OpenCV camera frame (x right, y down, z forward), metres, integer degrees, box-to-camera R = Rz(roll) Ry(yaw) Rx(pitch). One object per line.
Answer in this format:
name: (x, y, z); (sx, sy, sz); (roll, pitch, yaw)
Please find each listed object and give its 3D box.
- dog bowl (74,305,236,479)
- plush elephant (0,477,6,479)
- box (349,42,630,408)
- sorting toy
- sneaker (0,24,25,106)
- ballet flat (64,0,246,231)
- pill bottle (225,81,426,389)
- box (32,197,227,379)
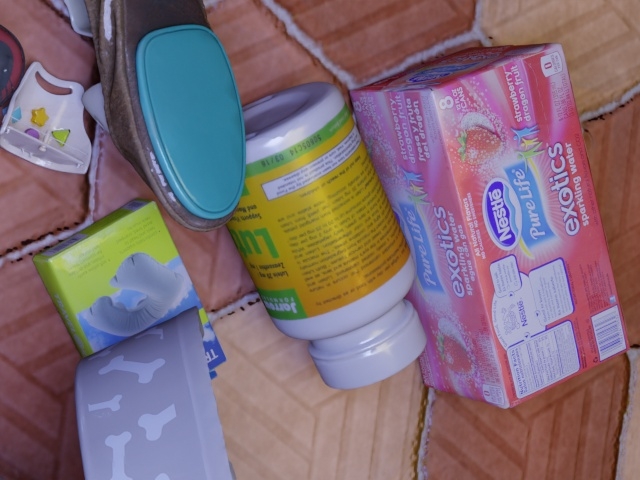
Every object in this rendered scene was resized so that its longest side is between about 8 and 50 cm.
dog bowl: (-0.104, 0.228, 1.235); (0.102, 0.349, 0.348); (-13, 102, -5)
plush elephant: (-0.280, 0.269, 1.181); (0.330, 0.255, 0.272); (-61, 143, -22)
box: (0.154, -0.017, 1.502); (0.154, 0.142, 0.300); (-23, 105, -27)
sorting toy: (-0.223, -0.103, 1.329); (0.083, 0.045, 0.075); (28, 71, -36)
sneaker: (-0.333, -0.100, 1.206); (0.276, 0.135, 0.097); (-22, 100, -29)
ballet flat: (-0.151, -0.168, 1.312); (0.116, 0.124, 0.342); (-17, 92, -46)
pill bottle: (0.000, 0.000, 1.414); (0.136, 0.136, 0.245); (-33, 110, -24)
box: (-0.155, 0.068, 1.382); (0.109, 0.042, 0.178); (-31, 109, -23)
